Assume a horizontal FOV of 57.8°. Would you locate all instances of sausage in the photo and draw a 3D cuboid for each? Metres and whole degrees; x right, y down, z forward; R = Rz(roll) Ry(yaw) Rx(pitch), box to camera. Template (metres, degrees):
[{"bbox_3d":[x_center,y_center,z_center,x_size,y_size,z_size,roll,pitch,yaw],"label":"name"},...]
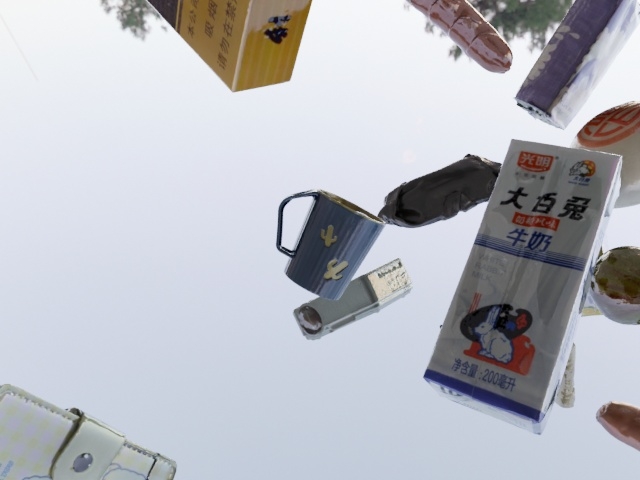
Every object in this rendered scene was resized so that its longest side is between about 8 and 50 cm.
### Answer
[{"bbox_3d":[0.758,0.447,1.143,0.418,0.094,0.094,31,-133,29],"label":"sausage"},{"bbox_3d":[0.256,-0.492,1.220,0.088,0.433,0.088,-43,-151,32],"label":"sausage"}]

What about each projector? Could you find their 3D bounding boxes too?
[{"bbox_3d":[0.080,0.149,1.425,0.256,0.099,0.192,-30,172,38],"label":"projector"}]

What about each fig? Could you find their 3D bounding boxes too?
[{"bbox_3d":[0.488,0.079,0.834,0.124,0.124,0.236,-23,-168,-8],"label":"fig"}]

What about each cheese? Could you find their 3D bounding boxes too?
[{"bbox_3d":[0.604,0.326,1.439,0.043,0.194,0.065,-9,-163,-3],"label":"cheese"}]

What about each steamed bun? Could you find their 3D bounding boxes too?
[{"bbox_3d":[0.698,-0.215,1.329,0.283,0.177,0.283,-31,-159,13],"label":"steamed bun"}]

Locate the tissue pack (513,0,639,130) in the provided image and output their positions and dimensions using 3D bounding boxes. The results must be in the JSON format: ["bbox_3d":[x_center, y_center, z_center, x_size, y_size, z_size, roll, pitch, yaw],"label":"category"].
[{"bbox_3d":[0.642,-0.455,1.446,0.125,0.344,0.242,38,-160,27],"label":"tissue pack"}]

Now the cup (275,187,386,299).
[{"bbox_3d":[0.000,0.000,0.980,0.176,0.155,0.131,25,-171,-3],"label":"cup"}]

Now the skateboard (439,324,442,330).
[{"bbox_3d":[0.383,0.256,1.654,0.067,0.151,0.080,10,-129,-5],"label":"skateboard"}]

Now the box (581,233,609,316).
[{"bbox_3d":[0.541,0.007,1.204,0.097,0.168,0.265,-12,-123,29],"label":"box"}]

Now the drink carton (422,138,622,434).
[{"bbox_3d":[0.237,0.044,0.664,0.130,0.106,0.315,17,-106,28],"label":"drink carton"}]

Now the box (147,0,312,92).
[{"bbox_3d":[-0.098,-0.256,0.480,0.070,0.152,0.237,-25,-118,-36],"label":"box"}]

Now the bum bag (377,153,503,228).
[{"bbox_3d":[0.277,-0.107,1.313,0.326,0.080,0.142,-20,-133,-2],"label":"bum bag"}]

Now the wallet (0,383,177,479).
[{"bbox_3d":[-0.345,0.333,0.740,0.077,0.309,0.223,-2,-127,43],"label":"wallet"}]
